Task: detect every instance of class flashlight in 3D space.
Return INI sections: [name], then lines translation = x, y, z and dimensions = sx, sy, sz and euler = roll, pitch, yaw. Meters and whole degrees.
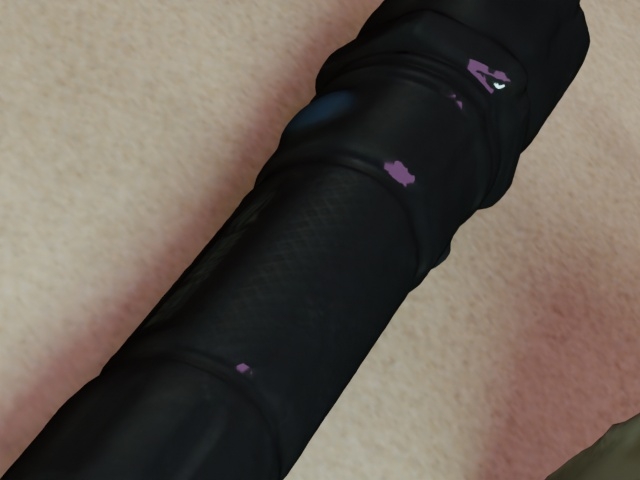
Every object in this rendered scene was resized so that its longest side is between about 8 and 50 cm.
[flashlight]
translation = 0.000, 0.000, 0.716
dimensions = 0.103, 0.103, 0.424
euler = 42, 42, -4

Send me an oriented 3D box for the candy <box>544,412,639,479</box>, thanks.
[candy]
translation = 0.144, 0.150, 0.646
dimensions = 0.137, 0.195, 0.185
euler = 22, 50, -18
